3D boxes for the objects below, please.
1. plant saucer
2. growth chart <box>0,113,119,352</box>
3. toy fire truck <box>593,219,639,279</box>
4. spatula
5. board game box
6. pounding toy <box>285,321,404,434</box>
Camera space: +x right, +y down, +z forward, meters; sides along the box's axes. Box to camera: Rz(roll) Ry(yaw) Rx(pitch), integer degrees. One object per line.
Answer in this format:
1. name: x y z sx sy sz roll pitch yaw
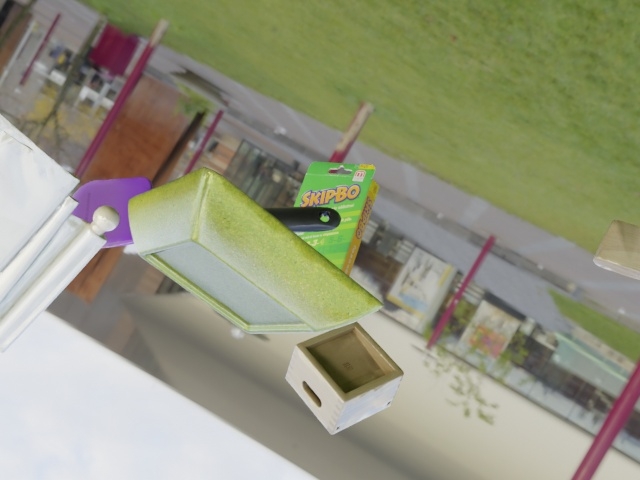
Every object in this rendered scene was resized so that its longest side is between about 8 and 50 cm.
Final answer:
1. plant saucer: -0.072 0.026 0.715 0.188 0.045 0.188 39 156 -22
2. growth chart: -0.242 -0.033 0.491 0.237 0.172 0.021 49 -169 -26
3. toy fire truck: 0.296 0.056 0.586 0.158 0.217 0.246 55 157 -4
4. spatula: -0.124 -0.027 0.912 0.296 0.084 0.030 2 154 -10
5. board game box: 0.000 0.000 1.271 0.124 0.259 0.039 7 161 33
6. pounding toy: 0.028 0.184 1.172 0.130 0.100 0.141 -17 -131 -36
